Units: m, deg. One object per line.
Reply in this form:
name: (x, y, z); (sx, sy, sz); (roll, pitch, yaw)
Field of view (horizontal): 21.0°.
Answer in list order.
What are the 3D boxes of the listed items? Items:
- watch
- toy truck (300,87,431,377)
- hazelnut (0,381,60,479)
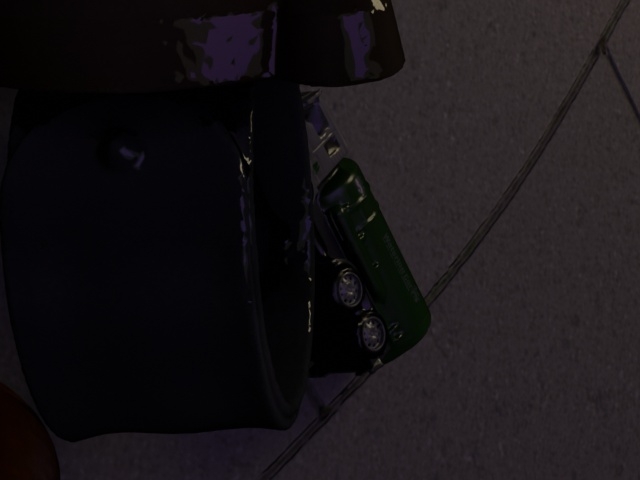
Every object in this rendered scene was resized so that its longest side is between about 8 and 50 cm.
watch: (-0.092, -0.042, 1.148); (0.335, 0.314, 0.327); (-79, 166, -65)
toy truck: (0.000, 0.000, 1.361); (0.125, 0.101, 0.242); (-46, 118, -39)
hazelnut: (-0.259, 0.170, 1.070); (0.214, 0.214, 0.176); (16, 37, -39)
